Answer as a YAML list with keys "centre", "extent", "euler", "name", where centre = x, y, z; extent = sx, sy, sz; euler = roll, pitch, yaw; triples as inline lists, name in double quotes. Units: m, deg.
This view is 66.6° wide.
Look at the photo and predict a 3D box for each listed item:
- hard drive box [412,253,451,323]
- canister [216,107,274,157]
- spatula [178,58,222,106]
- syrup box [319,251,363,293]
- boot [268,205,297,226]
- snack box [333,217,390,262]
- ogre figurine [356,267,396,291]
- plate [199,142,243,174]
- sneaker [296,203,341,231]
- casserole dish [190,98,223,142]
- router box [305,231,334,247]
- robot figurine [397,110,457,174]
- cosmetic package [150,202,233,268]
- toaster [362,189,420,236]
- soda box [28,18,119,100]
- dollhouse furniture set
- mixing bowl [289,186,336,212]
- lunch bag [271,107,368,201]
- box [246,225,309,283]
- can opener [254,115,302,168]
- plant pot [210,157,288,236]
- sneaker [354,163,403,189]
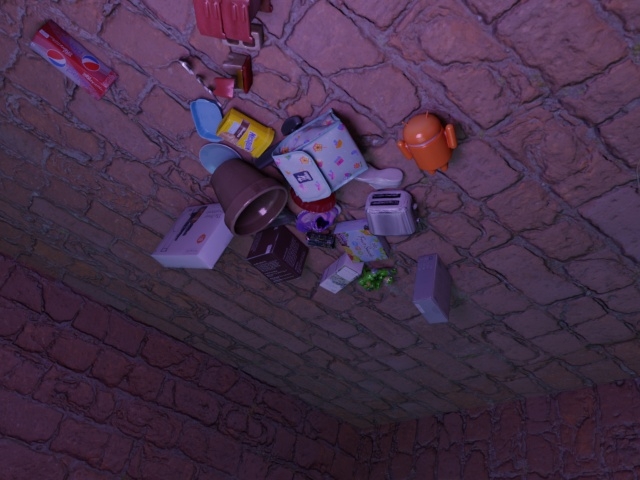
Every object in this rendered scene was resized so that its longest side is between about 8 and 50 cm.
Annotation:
- centre: [0.480, 0.205, 2.074]
  extent: [0.089, 0.232, 0.181]
  euler: [-13, 133, 33]
  name: "hard drive box"
- centre: [-0.267, -0.378, 1.718]
  extent: [0.170, 0.073, 0.126]
  euler: [25, 139, -27]
  name: "canister"
- centre: [-0.379, -0.498, 1.538]
  extent: [0.019, 0.242, 0.168]
  euler: [-39, 122, 3]
  name: "spatula"
- centre: [0.098, 0.148, 2.257]
  extent: [0.093, 0.096, 0.237]
  euler: [30, 141, -14]
  name: "syrup box"
- centre: [-0.251, -0.136, 2.031]
  extent: [0.262, 0.091, 0.229]
  euler: [-3, 138, 21]
  name: "boot"
- centre: [0.180, 0.002, 2.063]
  extent: [0.174, 0.070, 0.207]
  euler: [-7, 138, 28]
  name: "snack box"
- centre: [0.247, 0.177, 2.247]
  extent: [0.118, 0.097, 0.197]
  euler: [15, 162, -28]
  name: "ogre figurine"
- centre: [-0.383, -0.313, 1.910]
  extent: [0.188, 0.024, 0.188]
  euler: [11, 142, 9]
  name: "plate"
- centre: [-0.021, -0.077, 2.009]
  extent: [0.095, 0.105, 0.236]
  euler: [38, 139, -28]
  name: "sneaker"
- centre: [-0.397, -0.437, 1.749]
  extent: [0.114, 0.037, 0.188]
  euler: [9, 141, 11]
  name: "casserole dish"
- centre: [0.000, 0.000, 2.127]
  extent: [0.122, 0.038, 0.092]
  euler: [10, 167, 9]
  name: "router box"
- centre: [0.344, -0.313, 1.556]
  extent: [0.158, 0.128, 0.219]
  euler: [28, 162, 51]
  name: "robot figurine"
- centre: [-0.515, -0.021, 2.049]
  extent: [0.377, 0.284, 0.097]
  euler: [-2, 142, 44]
  name: "cosmetic package"
- centre: [0.260, -0.104, 1.855]
  extent: [0.226, 0.129, 0.146]
  euler: [1, 136, 23]
  name: "toaster"
- centre: [-0.834, -0.608, 1.656]
  extent: [0.092, 0.083, 0.263]
  euler: [-24, 127, 40]
  name: "soda box"
- centre: [-0.231, -0.559, 1.397]
  extent: [0.152, 0.201, 0.374]
  euler: [11, 142, 6]
  name: "dollhouse furniture set"
- centre: [-0.019, -0.200, 1.857]
  extent: [0.181, 0.098, 0.181]
  euler: [10, 142, 8]
  name: "mixing bowl"
- centre: [-0.006, -0.272, 1.639]
  extent: [0.262, 0.160, 0.223]
  euler: [-33, 127, 5]
  name: "lunch bag"
- centre: [-0.189, 0.063, 2.196]
  extent: [0.167, 0.168, 0.203]
  euler: [-17, 131, 37]
  name: "box"
- centre: [-0.139, -0.349, 1.752]
  extent: [0.280, 0.074, 0.093]
  euler: [-30, 89, 42]
  name: "can opener"
- centre: [-0.287, -0.180, 1.816]
  extent: [0.229, 0.263, 0.263]
  euler: [49, 146, 17]
  name: "plant pot"
- centre: [0.189, -0.224, 1.775]
  extent: [0.212, 0.080, 0.094]
  euler: [12, 154, 4]
  name: "sneaker"
